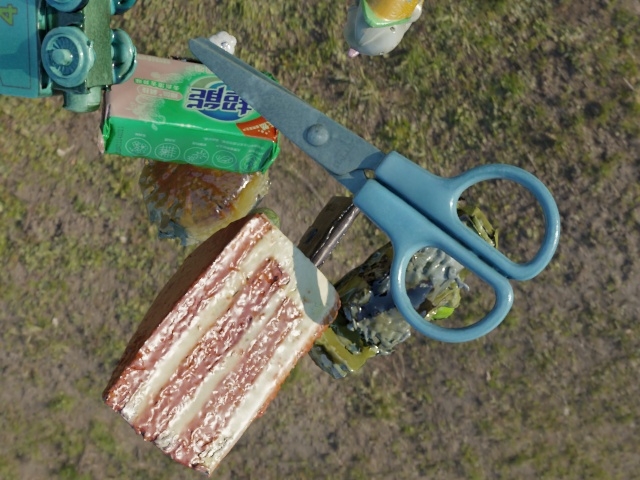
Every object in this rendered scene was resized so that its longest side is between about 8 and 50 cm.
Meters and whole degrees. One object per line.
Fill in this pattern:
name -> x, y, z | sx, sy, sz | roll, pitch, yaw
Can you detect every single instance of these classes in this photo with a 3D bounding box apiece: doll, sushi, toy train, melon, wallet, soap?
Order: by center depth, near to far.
toy train -> -0.282, -0.240, 0.850 | 0.154, 0.107, 0.198 | 9, 107, 21
sushi -> 0.108, 0.072, 1.018 | 0.291, 0.131, 0.139 | -38, 95, -4
soap -> -0.202, -0.194, 1.231 | 0.273, 0.218, 0.098 | 7, 144, -15
wallet -> 0.000, 0.000, 1.720 | 0.042, 0.124, 0.230 | 38, 80, -24
doll -> -0.264, -0.446, 1.862 | 0.162, 0.106, 0.062 | -4, 120, 53
melon -> -0.187, -0.025, 2.159 | 0.167, 0.114, 0.114 | -32, 121, 17

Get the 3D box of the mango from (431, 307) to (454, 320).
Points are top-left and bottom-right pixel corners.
mango -> 0.192, 0.062, 1.422 | 0.111, 0.125, 0.233 | -20, 144, 2

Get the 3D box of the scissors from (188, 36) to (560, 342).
scissors -> 0.030, -0.085, 0.821 | 0.447, 0.029, 0.193 | 38, 93, 11

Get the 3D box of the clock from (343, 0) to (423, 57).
clock -> 0.102, -0.364, 1.231 | 0.103, 0.231, 0.144 | 38, 126, -2

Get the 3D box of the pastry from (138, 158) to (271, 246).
pastry -> -0.280, -0.151, 1.839 | 0.329, 0.330, 0.136 | -15, 152, 8

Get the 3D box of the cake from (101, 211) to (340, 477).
cake -> -0.086, 0.096, 0.827 | 0.159, 0.262, 0.158 | -39, 106, 26
